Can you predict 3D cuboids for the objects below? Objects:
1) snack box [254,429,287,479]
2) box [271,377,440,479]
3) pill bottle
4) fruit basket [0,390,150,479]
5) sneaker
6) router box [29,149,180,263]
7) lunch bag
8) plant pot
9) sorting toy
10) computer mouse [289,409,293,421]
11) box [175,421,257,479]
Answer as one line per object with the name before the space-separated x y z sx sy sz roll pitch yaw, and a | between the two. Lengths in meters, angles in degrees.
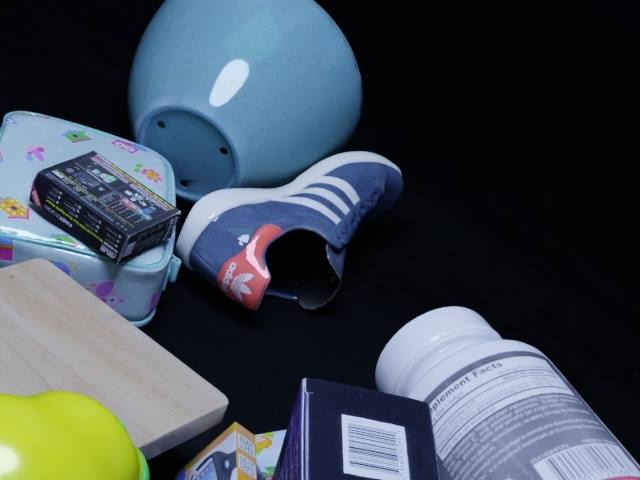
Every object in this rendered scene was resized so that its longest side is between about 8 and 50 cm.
snack box | 0.010 0.202 1.142 0.141 0.037 0.100 -6 24 -22
box | 0.013 0.237 0.990 0.108 0.207 0.153 12 28 -8
pill bottle | 0.176 0.204 1.179 0.176 0.176 0.318 1 33 -29
fruit basket | -0.271 0.215 0.805 0.392 0.283 0.392 36 5 -4
sneaker | 0.000 0.000 1.505 0.350 0.131 0.148 -21 54 -42
router box | -0.216 -0.035 1.290 0.122 0.038 0.092 35 31 15
lunch bag | -0.261 -0.019 1.381 0.224 0.108 0.279 18 30 -15
plant pot | -0.117 -0.151 1.550 0.290 0.290 0.195 23 41 8
sorting toy | -0.262 0.143 1.116 0.257 0.089 0.255 33 31 26
computer mouse | 0.008 0.208 1.214 0.071 0.041 0.242 11 29 -11
box | -0.089 0.224 1.084 0.028 0.081 0.136 40 20 -22
